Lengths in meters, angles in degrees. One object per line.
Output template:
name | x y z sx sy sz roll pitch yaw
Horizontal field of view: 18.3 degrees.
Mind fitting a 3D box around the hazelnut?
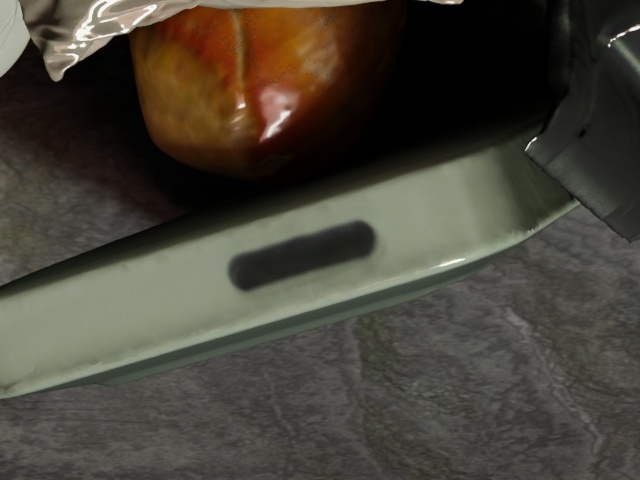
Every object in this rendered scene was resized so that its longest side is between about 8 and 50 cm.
hazelnut | -0.029 -0.117 1.202 0.182 0.182 0.182 -2 150 -1

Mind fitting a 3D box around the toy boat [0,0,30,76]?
toy boat | -0.300 -0.109 1.232 0.269 0.141 0.141 -5 154 33

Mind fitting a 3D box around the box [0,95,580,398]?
box | 0.000 0.000 1.305 0.367 0.090 0.373 -16 -177 24

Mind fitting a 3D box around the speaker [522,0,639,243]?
speaker | 0.303 -0.164 1.130 0.388 0.184 0.180 -23 145 29

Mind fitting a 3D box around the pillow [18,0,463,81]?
pillow | -0.066 -0.188 1.091 0.270 0.173 0.067 -11 -175 13
